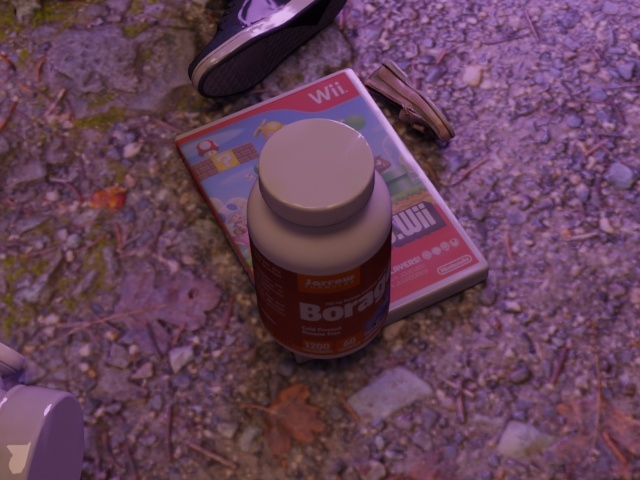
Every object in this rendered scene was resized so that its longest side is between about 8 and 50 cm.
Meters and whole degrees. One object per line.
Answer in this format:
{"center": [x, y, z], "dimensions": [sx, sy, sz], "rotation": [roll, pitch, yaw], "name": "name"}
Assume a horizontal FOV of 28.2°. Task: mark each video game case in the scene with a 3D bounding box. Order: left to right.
{"center": [0.006, -0.034, 1.246], "dimensions": [0.204, 0.025, 0.285], "rotation": [-24, 58, -13], "name": "video game case"}

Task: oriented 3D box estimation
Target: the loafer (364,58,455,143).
{"center": [0.091, -0.136, 1.307], "dimensions": [0.039, 0.045, 0.125], "rotation": [-36, 53, -1], "name": "loafer"}

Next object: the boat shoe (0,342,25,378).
{"center": [-0.356, 0.102, 1.146], "dimensions": [0.184, 0.066, 0.063], "rotation": [15, 71, 9], "name": "boat shoe"}

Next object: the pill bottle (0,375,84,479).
{"center": [-0.372, 0.166, 1.024], "dimensions": [0.334, 0.188, 0.188], "rotation": [8, 56, 8], "name": "pill bottle"}

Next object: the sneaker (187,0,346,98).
{"center": [-0.099, -0.253, 1.354], "dimensions": [0.163, 0.086, 0.226], "rotation": [39, 55, 13], "name": "sneaker"}

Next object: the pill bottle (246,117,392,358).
{"center": [0.000, 0.000, 1.076], "dimensions": [0.121, 0.216, 0.121], "rotation": [-1, 56, 2], "name": "pill bottle"}
